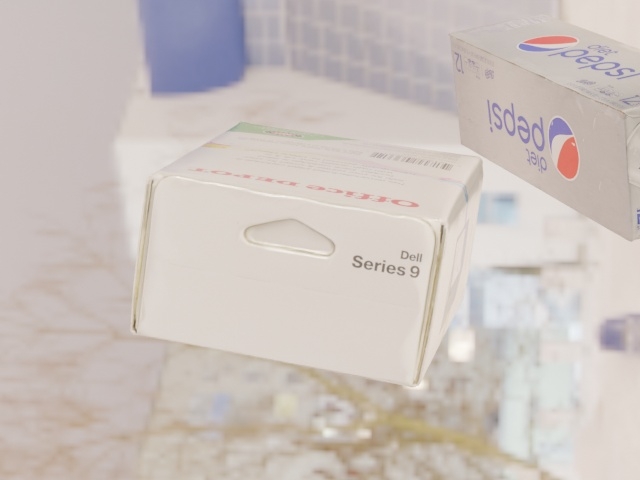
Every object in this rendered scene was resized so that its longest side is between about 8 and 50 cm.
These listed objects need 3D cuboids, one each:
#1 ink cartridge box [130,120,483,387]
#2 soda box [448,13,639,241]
[{"bbox_3d":[0.000,0.000,0.998,0.212,0.154,0.093,-44,-37,-77],"label":"ink cartridge box"},{"bbox_3d":[0.196,-0.091,1.351,0.286,0.091,0.098,-142,41,-64],"label":"soda box"}]
